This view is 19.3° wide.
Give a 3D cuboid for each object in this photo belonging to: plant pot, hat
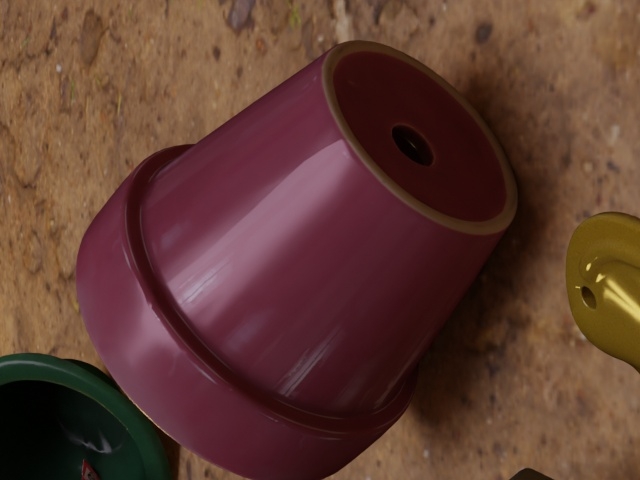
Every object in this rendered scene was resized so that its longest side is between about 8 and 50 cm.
[{"bbox_3d":[0.000,0.000,1.001,0.180,0.201,0.201,-45,51,32],"label":"plant pot"},{"bbox_3d":[-0.175,0.121,1.466,0.208,0.183,0.173,25,122,9],"label":"hat"}]

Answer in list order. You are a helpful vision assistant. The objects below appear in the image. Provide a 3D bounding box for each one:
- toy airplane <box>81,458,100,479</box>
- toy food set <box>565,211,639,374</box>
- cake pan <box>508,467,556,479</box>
[{"bbox_3d":[-0.136,0.224,1.353,0.151,0.028,0.151,29,135,35],"label":"toy airplane"},{"bbox_3d":[0.191,0.046,0.781,0.218,0.071,0.128,31,142,58],"label":"toy food set"},{"bbox_3d":[0.036,0.216,0.842,0.054,0.293,0.293,38,132,12],"label":"cake pan"}]
